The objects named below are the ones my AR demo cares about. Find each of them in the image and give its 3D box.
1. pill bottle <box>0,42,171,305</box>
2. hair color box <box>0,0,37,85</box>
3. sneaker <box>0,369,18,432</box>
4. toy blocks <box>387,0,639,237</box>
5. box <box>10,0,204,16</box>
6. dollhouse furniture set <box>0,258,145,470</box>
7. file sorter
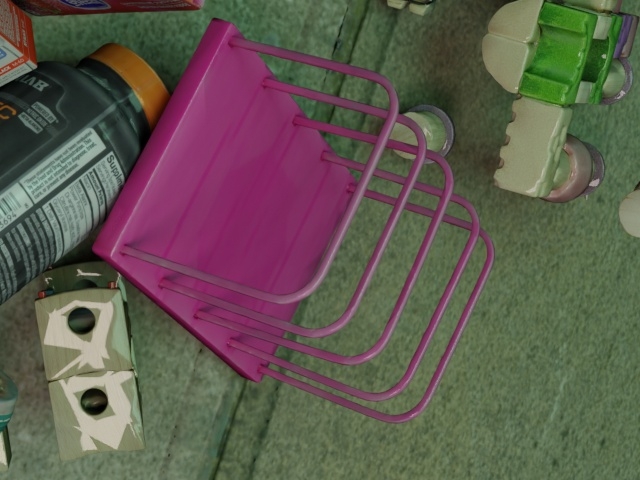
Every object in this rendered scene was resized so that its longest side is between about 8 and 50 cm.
[{"bbox_3d":[-0.222,-0.047,1.329,0.246,0.130,0.130,-41,117,-26],"label":"pill bottle"},{"bbox_3d":[-0.287,-0.161,1.259,0.167,0.093,0.053,42,28,-50],"label":"hair color box"},{"bbox_3d":[-0.367,0.126,1.237,0.302,0.108,0.121,7,110,-14],"label":"sneaker"},{"bbox_3d":[0.233,-0.173,1.629,0.260,0.309,0.288,-13,118,-68],"label":"toy blocks"},{"bbox_3d":[-0.174,-0.241,1.264,0.123,0.257,0.128,24,81,-34],"label":"box"},{"bbox_3d":[-0.235,0.095,1.362,0.184,0.129,0.129,-8,100,-5],"label":"dollhouse furniture set"},{"bbox_3d":[0.000,0.000,1.398,0.202,0.182,0.290,-64,151,-13],"label":"file sorter"}]
